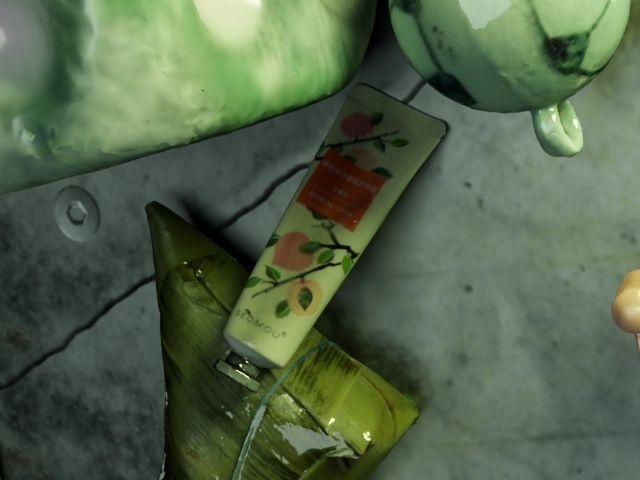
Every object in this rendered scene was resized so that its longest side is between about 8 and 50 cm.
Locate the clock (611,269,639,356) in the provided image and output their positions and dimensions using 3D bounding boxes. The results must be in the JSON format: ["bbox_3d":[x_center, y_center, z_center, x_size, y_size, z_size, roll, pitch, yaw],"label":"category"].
[{"bbox_3d":[0.285,0.073,0.943,0.162,0.093,0.166,-14,97,22],"label":"clock"}]

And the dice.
[{"bbox_3d":[-0.179,-0.220,0.968,0.328,0.330,0.348,-9,101,30],"label":"dice"}]

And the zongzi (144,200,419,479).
[{"bbox_3d":[-0.095,0.142,1.150,0.274,0.125,0.251,40,111,17],"label":"zongzi"}]

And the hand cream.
[{"bbox_3d":[0.000,0.000,1.047,0.080,0.050,0.234,28,83,18],"label":"hand cream"}]

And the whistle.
[{"bbox_3d":[0.106,-0.187,0.922,0.163,0.163,0.290,-18,95,32],"label":"whistle"}]
